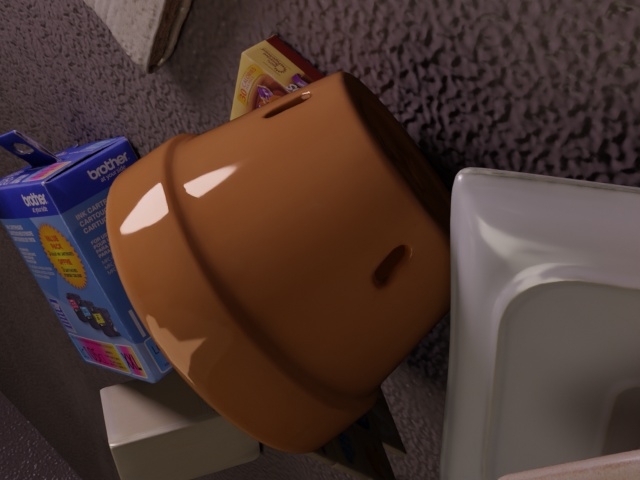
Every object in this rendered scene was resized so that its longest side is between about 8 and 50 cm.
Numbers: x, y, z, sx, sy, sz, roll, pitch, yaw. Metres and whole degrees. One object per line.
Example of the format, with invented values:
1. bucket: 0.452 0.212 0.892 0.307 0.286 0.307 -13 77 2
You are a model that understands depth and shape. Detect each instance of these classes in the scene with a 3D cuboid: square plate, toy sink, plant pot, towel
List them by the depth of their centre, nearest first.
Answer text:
1. square plate: 0.254 0.122 0.565 0.344 0.049 0.347 9 130 17
2. plant pot: 0.000 0.000 0.673 0.203 0.291 0.291 -35 92 16
3. towel: -0.200 -0.321 0.832 0.187 0.049 0.282 51 148 5
4. toy sink: -0.234 0.306 1.354 0.131 0.234 0.153 -116 18 -44

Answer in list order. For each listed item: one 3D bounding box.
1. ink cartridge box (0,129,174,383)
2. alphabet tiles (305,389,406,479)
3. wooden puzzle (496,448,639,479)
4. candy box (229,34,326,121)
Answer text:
1. ink cartridge box: -0.344 0.002 1.219 0.270 0.151 0.395 -1 118 51
2. alphabet tiles: -0.027 0.098 0.797 0.342 0.011 0.285 39 -158 -45
3. wooden puzzle: 0.324 0.209 0.466 0.348 0.080 0.322 31 143 -26
4. candy box: -0.041 -0.104 0.833 0.109 0.053 0.187 42 144 15
